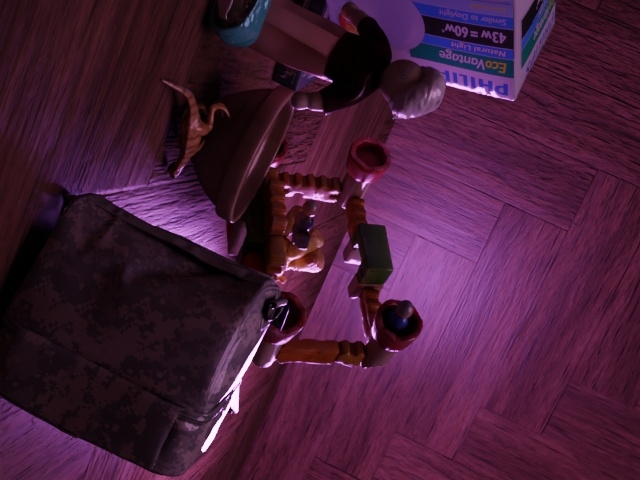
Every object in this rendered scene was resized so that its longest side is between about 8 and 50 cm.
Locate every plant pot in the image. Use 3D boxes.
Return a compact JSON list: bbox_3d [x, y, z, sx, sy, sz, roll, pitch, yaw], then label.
[{"bbox_3d":[-0.137,-0.155,1.531,0.237,0.109,0.237,-64,177,-6],"label":"plant pot"}]

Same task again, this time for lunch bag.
[{"bbox_3d":[-0.221,0.107,1.174,0.256,0.305,0.212,-66,172,15],"label":"lunch bag"}]

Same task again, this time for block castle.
[{"bbox_3d":[0.000,0.000,1.723,0.213,0.303,0.453,118,-28,-51],"label":"block castle"}]

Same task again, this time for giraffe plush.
[{"bbox_3d":[-0.115,0.032,2.177,0.210,0.181,0.170,-30,180,32],"label":"giraffe plush"}]

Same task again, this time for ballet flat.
[{"bbox_3d":[-0.088,-0.389,1.315,0.087,0.083,0.247,-3,117,-64],"label":"ballet flat"}]

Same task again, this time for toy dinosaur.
[{"bbox_3d":[-0.185,-0.172,1.389,0.112,0.064,0.211,-55,167,-41],"label":"toy dinosaur"}]

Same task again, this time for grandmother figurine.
[{"bbox_3d":[0.023,-0.274,1.408,0.208,0.342,0.104,-63,171,-13],"label":"grandmother figurine"}]

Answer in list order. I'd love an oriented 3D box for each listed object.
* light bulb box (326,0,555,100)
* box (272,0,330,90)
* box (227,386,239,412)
[{"bbox_3d":[0.200,-0.468,1.601,0.225,0.357,0.361,-59,152,-30],"label":"light bulb box"},{"bbox_3d":[-0.001,-0.415,1.796,0.183,0.059,0.233,-46,160,-59],"label":"box"},{"bbox_3d":[-0.231,0.199,1.713,0.381,0.143,0.191,92,-2,-73],"label":"box"}]
